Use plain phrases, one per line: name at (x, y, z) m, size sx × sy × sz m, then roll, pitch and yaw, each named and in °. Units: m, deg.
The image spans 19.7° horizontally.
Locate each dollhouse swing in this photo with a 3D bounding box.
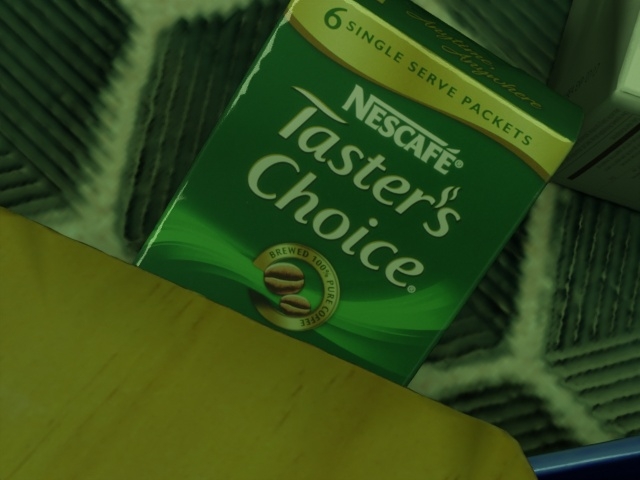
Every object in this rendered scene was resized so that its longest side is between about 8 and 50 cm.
dollhouse swing at (-0.128, 0.207, 0.533) m, size 0.347 × 0.315 × 0.305 m, roll 22°, pitch 35°, yaw 16°

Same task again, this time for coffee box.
coffee box at (0.000, 0.000, 0.669) m, size 0.113 × 0.040 × 0.184 m, roll 34°, pitch 114°, yaw 0°

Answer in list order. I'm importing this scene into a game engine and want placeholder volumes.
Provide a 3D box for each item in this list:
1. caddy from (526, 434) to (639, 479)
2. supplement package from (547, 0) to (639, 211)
caddy at (0.071, 0.197, 0.622) m, size 0.341 × 0.179 × 0.241 m, roll -9°, pitch 80°, yaw -9°
supplement package at (0.225, -0.061, 0.714) m, size 0.244 × 0.139 × 0.134 m, roll 19°, pitch 78°, yaw -5°
